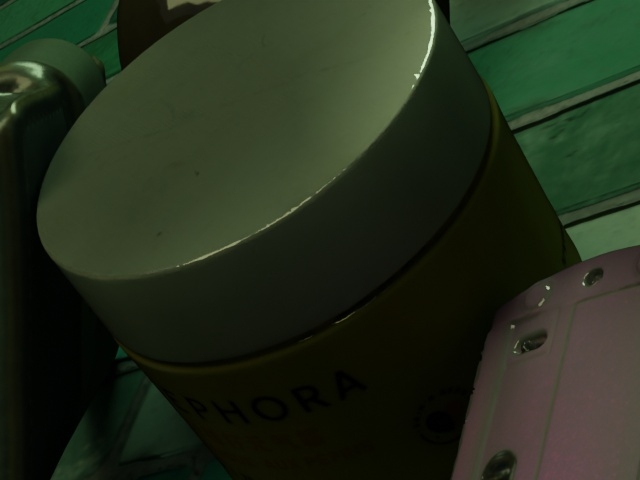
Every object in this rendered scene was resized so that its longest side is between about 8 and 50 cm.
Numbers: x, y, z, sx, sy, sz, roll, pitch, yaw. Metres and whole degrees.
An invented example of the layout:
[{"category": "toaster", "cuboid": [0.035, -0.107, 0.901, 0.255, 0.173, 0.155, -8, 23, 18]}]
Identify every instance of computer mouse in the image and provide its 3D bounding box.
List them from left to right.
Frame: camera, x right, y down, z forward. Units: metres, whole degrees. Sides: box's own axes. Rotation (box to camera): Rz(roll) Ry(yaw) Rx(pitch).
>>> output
[{"category": "computer mouse", "cuboid": [0.101, 0.140, 0.671, 0.158, 0.072, 0.310, -22, 40, 43]}]

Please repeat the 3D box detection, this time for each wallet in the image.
[{"category": "wallet", "cuboid": [-0.162, 0.013, 0.993, 0.360, 0.083, 0.252, -84, -3, -78]}]

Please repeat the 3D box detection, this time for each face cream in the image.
[{"category": "face cream", "cuboid": [0.000, 0.000, 0.848, 0.218, 0.179, 0.218, -23, 35, 17]}]

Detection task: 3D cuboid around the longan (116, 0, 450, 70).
[{"category": "longan", "cuboid": [-0.018, -0.125, 1.077, 0.220, 0.197, 0.196, -21, 13, -31]}]
